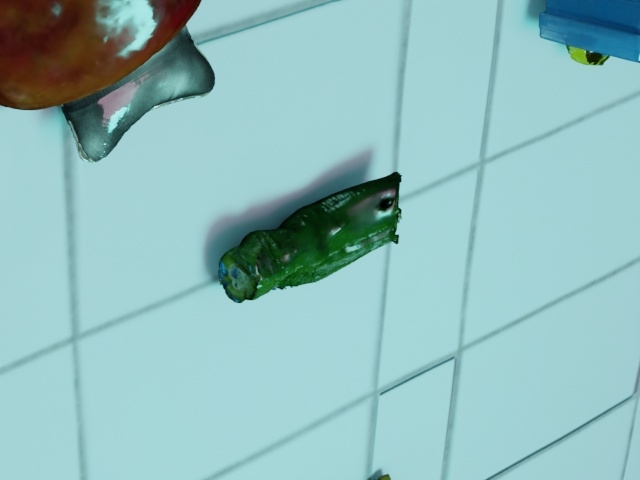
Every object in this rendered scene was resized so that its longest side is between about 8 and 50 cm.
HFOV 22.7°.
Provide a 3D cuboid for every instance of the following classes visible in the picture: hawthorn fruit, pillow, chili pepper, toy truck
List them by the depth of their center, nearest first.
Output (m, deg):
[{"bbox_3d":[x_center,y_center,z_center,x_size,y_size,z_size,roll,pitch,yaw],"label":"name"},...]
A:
[{"bbox_3d":[-0.192,-0.172,1.071,0.251,0.189,0.189,-43,141,-1],"label":"hawthorn fruit"},{"bbox_3d":[-0.150,-0.131,1.246,0.136,0.055,0.091,-35,135,-26],"label":"pillow"},{"bbox_3d":[-0.001,-0.001,1.494,0.224,0.061,0.098,-27,148,-35],"label":"chili pepper"},{"bbox_3d":[0.392,-0.249,1.656,0.385,0.161,0.162,-5,109,-44],"label":"toy truck"}]

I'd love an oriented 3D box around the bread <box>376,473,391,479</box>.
[{"bbox_3d":[-0.026,0.422,1.765,0.361,0.077,0.138,-38,138,-20],"label":"bread"}]
